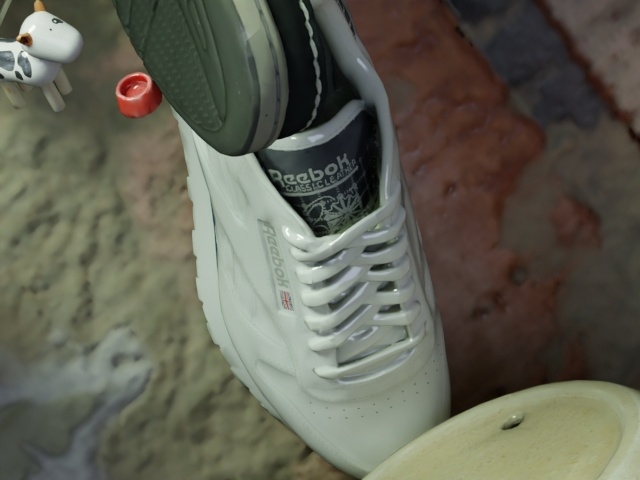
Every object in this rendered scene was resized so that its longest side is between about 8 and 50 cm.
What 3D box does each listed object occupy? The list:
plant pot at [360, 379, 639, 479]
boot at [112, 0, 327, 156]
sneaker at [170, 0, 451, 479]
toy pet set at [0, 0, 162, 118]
[{"bbox_3d":[0.097,0.165,0.679,0.284,0.284,0.191,-31,106,-8],"label":"plant pot"},{"bbox_3d":[0.010,-0.140,0.610,0.179,0.236,0.085,-9,148,-20],"label":"boot"},{"bbox_3d":[0.000,0.000,0.697,0.090,0.095,0.235,-26,114,-13],"label":"sneaker"},{"bbox_3d":[-0.099,-0.107,0.630,0.114,0.122,0.065,1,142,19],"label":"toy pet set"}]
